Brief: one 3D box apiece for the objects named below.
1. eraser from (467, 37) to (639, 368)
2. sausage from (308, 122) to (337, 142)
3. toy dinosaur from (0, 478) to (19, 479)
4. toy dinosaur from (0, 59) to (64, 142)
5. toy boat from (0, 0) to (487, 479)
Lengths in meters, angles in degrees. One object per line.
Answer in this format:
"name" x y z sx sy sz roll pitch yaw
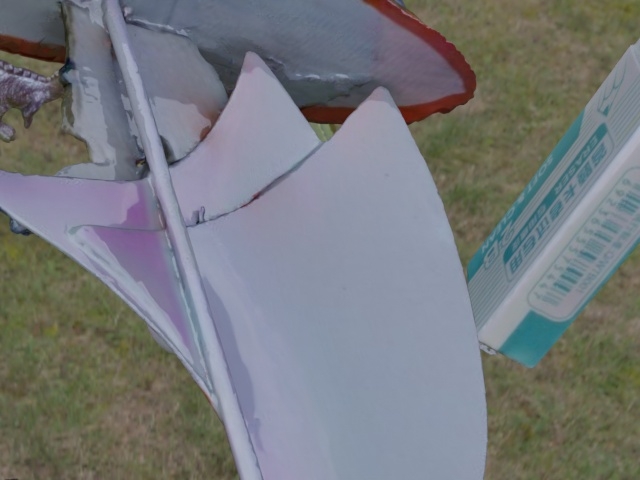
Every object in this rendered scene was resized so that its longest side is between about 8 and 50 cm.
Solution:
"eraser" 0.171 -0.030 0.731 0.052 0.225 0.095 27 28 -11
"sausage" 0.002 -0.001 1.080 0.125 0.117 0.317 -25 93 16
"toy dinosaur" -0.241 0.134 0.833 0.179 0.187 0.087 -50 36 -5
"toy dinosaur" -0.402 -0.220 1.485 0.251 0.200 0.072 33 54 -18
"toy boat" -0.001 -0.012 0.362 0.219 0.072 0.318 -23 72 -48
